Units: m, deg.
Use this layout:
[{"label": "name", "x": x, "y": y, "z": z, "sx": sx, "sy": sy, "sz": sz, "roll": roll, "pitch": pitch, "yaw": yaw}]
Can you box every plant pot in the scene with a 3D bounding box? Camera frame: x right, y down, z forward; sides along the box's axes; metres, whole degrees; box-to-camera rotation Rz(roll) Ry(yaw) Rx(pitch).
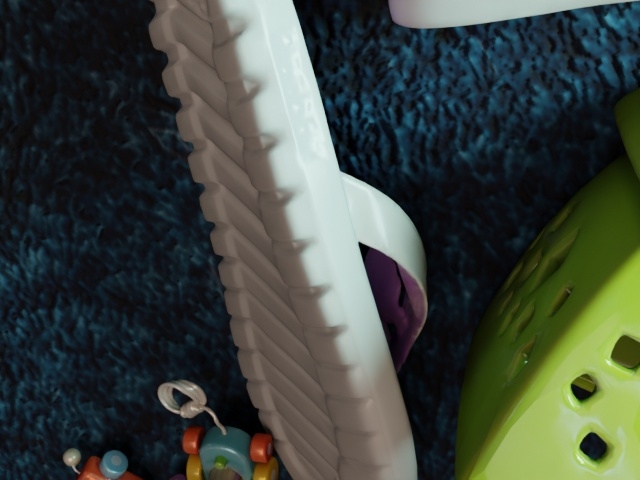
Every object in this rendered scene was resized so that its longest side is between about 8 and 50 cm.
[{"label": "plant pot", "x": 0.216, "y": 0.049, "z": 0.658, "sx": 0.227, "sy": 0.228, "sz": 0.207, "roll": 25, "pitch": 109, "yaw": 1}]

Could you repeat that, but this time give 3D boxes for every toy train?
[{"label": "toy train", "x": -0.103, "y": 0.163, "z": 0.847, "sx": 0.125, "sy": 0.046, "sz": 0.166, "roll": 32, "pitch": 134, "yaw": -13}]

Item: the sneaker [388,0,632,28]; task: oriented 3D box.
[{"label": "sneaker", "x": 0.158, "y": -0.210, "z": 0.613, "sx": 0.293, "sy": 0.108, "sz": 0.169, "roll": -8, "pitch": 115, "yaw": 16}]

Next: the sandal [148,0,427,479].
[{"label": "sandal", "x": 0.008, "y": 0.005, "z": 0.738, "sx": 0.102, "sy": 0.169, "sz": 0.416, "roll": -26, "pitch": 119, "yaw": -22}]
